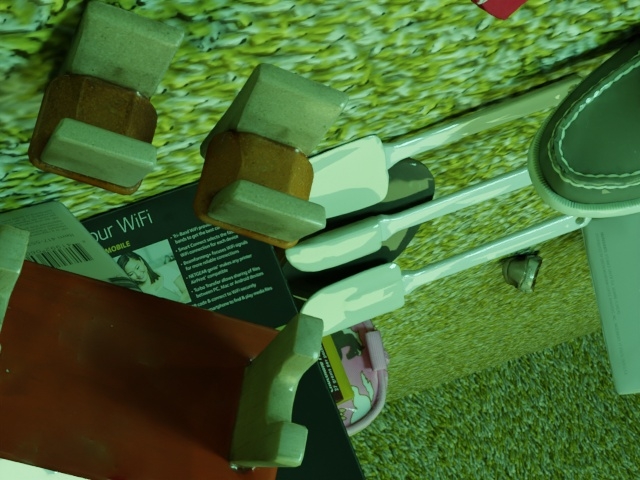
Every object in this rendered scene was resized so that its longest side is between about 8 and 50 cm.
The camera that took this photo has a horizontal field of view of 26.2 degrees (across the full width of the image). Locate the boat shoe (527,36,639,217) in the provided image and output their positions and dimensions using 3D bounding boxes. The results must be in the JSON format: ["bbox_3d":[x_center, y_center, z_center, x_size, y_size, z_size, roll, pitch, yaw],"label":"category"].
[{"bbox_3d":[0.274,-0.113,0.895,0.305,0.109,0.091,-27,169,-7],"label":"boat shoe"}]

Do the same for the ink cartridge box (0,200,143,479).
[{"bbox_3d":[-0.156,0.067,0.696,0.139,0.190,0.082,-16,128,-29],"label":"ink cartridge box"}]

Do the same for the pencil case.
[{"bbox_3d":[-0.047,0.175,1.495,0.167,0.160,0.386,-49,179,-22],"label":"pencil case"}]

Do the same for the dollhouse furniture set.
[{"bbox_3d":[-0.134,0.044,0.555,0.259,0.262,0.135,18,157,-15],"label":"dollhouse furniture set"}]

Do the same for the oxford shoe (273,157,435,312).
[{"bbox_3d":[0.000,0.000,1.021,0.076,0.076,0.212,28,123,-31],"label":"oxford shoe"}]

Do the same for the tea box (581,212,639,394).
[{"bbox_3d":[0.540,0.046,1.696,0.323,0.220,0.329,-13,175,27],"label":"tea box"}]

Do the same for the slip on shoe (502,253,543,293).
[{"bbox_3d":[0.253,0.041,1.734,0.041,0.051,0.135,16,-175,11],"label":"slip on shoe"}]

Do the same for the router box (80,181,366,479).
[{"bbox_3d":[-0.149,0.122,0.835,0.309,0.243,0.081,-19,168,-11],"label":"router box"}]

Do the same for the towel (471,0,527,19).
[{"bbox_3d":[0.105,-0.163,0.528,0.199,0.031,0.275,-27,167,20],"label":"towel"}]

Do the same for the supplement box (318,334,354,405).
[{"bbox_3d":[-0.115,0.124,1.191,0.191,0.129,0.194,-29,167,33],"label":"supplement box"}]

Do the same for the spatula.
[{"bbox_3d":[0.085,-0.025,0.969,0.242,0.019,0.168,-20,129,-11],"label":"spatula"}]
